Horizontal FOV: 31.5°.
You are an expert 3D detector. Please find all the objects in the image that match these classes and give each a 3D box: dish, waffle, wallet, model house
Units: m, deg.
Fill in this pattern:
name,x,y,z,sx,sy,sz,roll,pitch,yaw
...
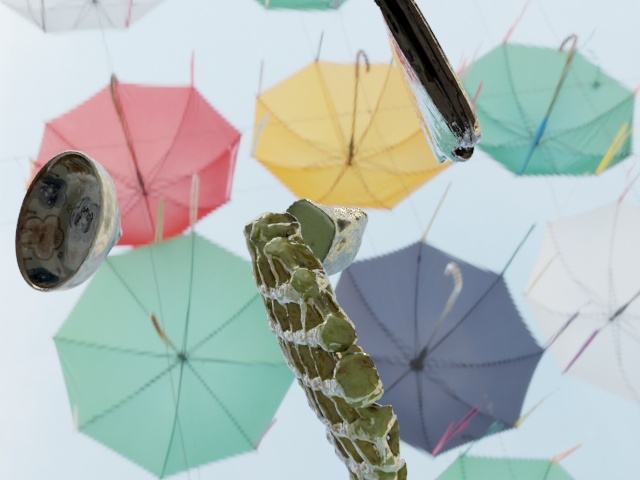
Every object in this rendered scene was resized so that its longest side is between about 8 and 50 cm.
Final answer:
name,x,y,z,sx,sy,sz,roll,pitch,yaw
dish,-0.227,-0.011,1.110,0.078,0.141,0.141,18,-129,-44
waffle,0.002,0.074,0.675,0.036,0.169,0.183,-22,-136,-10
wallet,0.080,-0.121,0.865,0.031,0.255,0.137,-26,-89,5
model house,0.000,0.000,1.085,0.066,0.078,0.083,36,-160,22
